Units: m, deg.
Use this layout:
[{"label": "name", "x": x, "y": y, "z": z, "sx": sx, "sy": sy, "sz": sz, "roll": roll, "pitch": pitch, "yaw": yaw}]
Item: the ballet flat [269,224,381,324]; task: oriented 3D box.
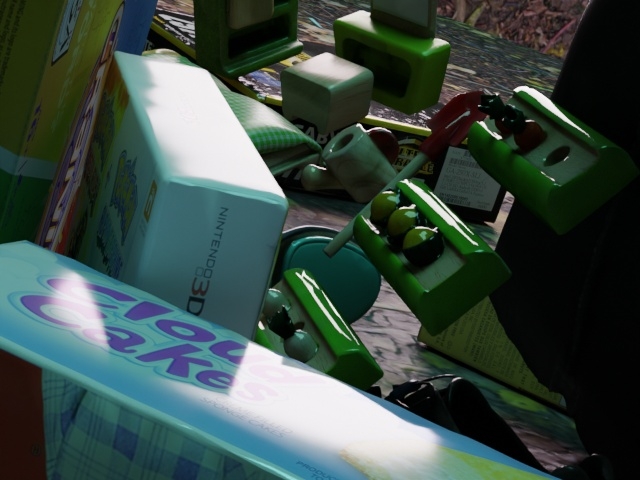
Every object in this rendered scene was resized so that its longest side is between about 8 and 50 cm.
[{"label": "ballet flat", "x": -0.044, "y": 0.021, "z": 1.036, "sx": 0.074, "sy": 0.074, "sz": 0.203, "roll": 26, "pitch": 18, "yaw": 31}]

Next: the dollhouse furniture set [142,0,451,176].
[{"label": "dollhouse furniture set", "x": -0.069, "y": -0.151, "z": 1.311, "sx": 0.197, "sy": 0.151, "sz": 0.301, "roll": 26, "pitch": 37, "yaw": 36}]

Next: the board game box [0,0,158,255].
[{"label": "board game box", "x": -0.135, "y": -0.027, "z": 0.740, "sx": 0.064, "sy": 0.242, "sz": 0.316, "roll": 18, "pitch": 14, "yaw": -2}]

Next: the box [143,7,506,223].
[{"label": "box", "x": -0.017, "y": -0.118, "z": 1.602, "sx": 0.257, "sy": 0.079, "sz": 0.322, "roll": 7, "pitch": 17, "yaw": -29}]

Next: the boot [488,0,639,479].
[{"label": "boot", "x": 0.209, "y": 0.023, "z": 0.765, "sx": 0.146, "sy": 0.445, "sz": 0.367, "roll": -10, "pitch": 58, "yaw": -15}]

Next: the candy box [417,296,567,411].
[{"label": "candy box", "x": 0.168, "y": 0.072, "z": 1.128, "sx": 0.187, "sy": 0.053, "sz": 0.109, "roll": 25, "pitch": 15, "yaw": 26}]

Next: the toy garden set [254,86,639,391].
[{"label": "toy garden set", "x": 0.000, "y": 0.000, "z": 0.830, "sx": 0.049, "sy": 0.244, "sz": 0.204, "roll": 51, "pitch": 1, "yaw": -22}]

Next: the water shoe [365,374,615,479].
[{"label": "water shoe", "x": 0.044, "y": 0.093, "z": 0.824, "sx": 0.203, "sy": 0.080, "sz": 0.073, "roll": 24, "pitch": 15, "yaw": 27}]

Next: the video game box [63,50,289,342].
[{"label": "video game box", "x": -0.070, "y": 0.041, "z": 0.664, "sx": 0.048, "sy": 0.187, "sz": 0.205, "roll": 14, "pitch": 13, "yaw": -15}]

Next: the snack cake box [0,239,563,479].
[{"label": "snack cake box", "x": -0.019, "y": 0.119, "z": 0.491, "sx": 0.264, "sy": 0.152, "sz": 0.089, "roll": 23, "pitch": 14, "yaw": 20}]
